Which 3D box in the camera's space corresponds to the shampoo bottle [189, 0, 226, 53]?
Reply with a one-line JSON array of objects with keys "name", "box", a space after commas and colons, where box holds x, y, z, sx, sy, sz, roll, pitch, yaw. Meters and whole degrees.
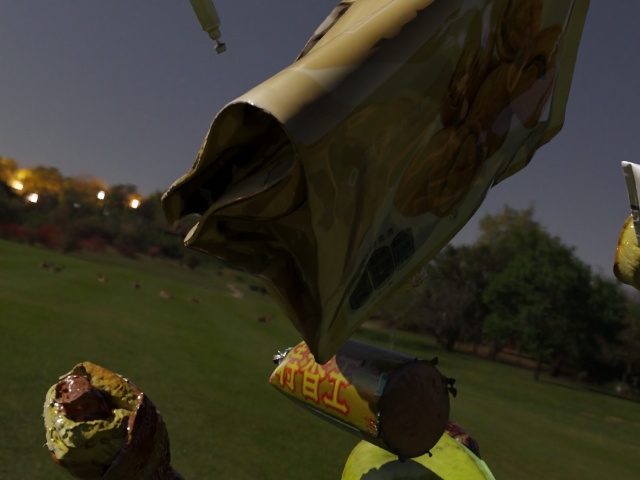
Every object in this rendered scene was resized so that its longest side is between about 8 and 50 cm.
[{"name": "shampoo bottle", "box": [-0.170, -0.339, 1.200, 0.034, 0.141, 0.049, -26, 25, -8]}]

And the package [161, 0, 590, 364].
[{"name": "package", "box": [0.035, -0.106, 0.567, 0.165, 0.311, 0.221, 30, -32, 27]}]

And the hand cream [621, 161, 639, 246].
[{"name": "hand cream", "box": [0.478, -0.016, 0.998, 0.248, 0.083, 0.133, 26, -39, 53]}]

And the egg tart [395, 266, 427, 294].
[{"name": "egg tart", "box": [0.000, 0.000, 1.048, 0.291, 0.107, 0.291, 22, 27, -12]}]

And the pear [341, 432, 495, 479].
[{"name": "pear", "box": [0.141, 0.440, 1.248, 0.238, 0.318, 0.342, -17, -25, -18]}]

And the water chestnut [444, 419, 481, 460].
[{"name": "water chestnut", "box": [0.208, 0.444, 1.508, 0.238, 0.223, 0.224, 29, 4, 37]}]

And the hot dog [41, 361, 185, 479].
[{"name": "hot dog", "box": [-0.216, 0.221, 0.899, 0.213, 0.103, 0.146, 56, 3, -42]}]

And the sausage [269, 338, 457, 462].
[{"name": "sausage", "box": [0.033, 0.183, 1.097, 0.317, 0.125, 0.117, 11, -35, 55]}]

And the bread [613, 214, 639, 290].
[{"name": "bread", "box": [0.541, 0.028, 1.335, 0.156, 0.125, 0.086, 30, 13, -29]}]
